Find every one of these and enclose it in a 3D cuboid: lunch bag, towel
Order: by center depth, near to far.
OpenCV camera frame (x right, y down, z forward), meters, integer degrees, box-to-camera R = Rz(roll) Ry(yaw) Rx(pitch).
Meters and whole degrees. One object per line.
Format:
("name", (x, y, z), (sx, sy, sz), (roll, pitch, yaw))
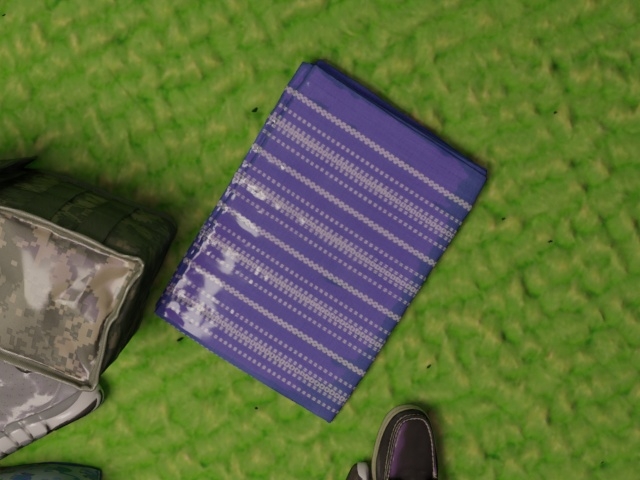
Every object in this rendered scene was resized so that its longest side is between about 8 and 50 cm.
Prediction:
("lunch bag", (-0.310, 0.006, 1.101), (0.287, 0.235, 0.169), (22, 98, -2))
("lunch bag", (-0.323, 0.288, 1.170), (0.151, 0.129, 0.096), (11, 92, -2))
("towel", (0.000, 0.000, 1.210), (0.243, 0.040, 0.336), (32, 94, -4))

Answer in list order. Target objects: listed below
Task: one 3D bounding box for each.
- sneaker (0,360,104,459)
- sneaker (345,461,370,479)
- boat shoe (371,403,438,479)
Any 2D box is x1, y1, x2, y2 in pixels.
("sneaker", (-0.362, 0.172, 1.194), (0.228, 0.086, 0.132), (-27, 88, -9))
("sneaker", (0.010, 0.315, 1.212), (0.065, 0.061, 0.158), (18, 90, 8))
("boat shoe", (0.100, 0.294, 1.196), (0.080, 0.073, 0.224), (2, 97, -19))
